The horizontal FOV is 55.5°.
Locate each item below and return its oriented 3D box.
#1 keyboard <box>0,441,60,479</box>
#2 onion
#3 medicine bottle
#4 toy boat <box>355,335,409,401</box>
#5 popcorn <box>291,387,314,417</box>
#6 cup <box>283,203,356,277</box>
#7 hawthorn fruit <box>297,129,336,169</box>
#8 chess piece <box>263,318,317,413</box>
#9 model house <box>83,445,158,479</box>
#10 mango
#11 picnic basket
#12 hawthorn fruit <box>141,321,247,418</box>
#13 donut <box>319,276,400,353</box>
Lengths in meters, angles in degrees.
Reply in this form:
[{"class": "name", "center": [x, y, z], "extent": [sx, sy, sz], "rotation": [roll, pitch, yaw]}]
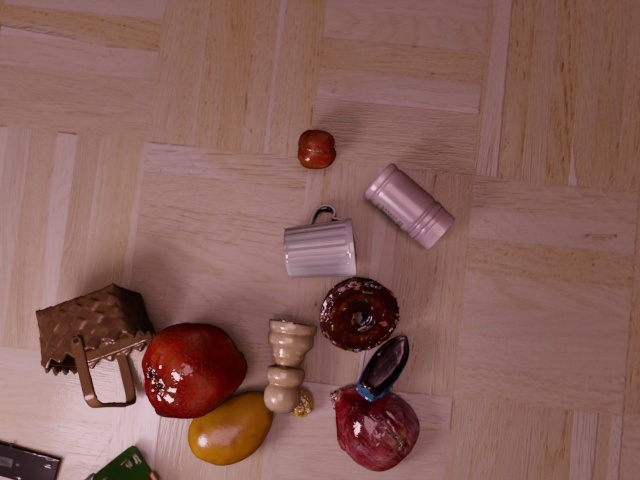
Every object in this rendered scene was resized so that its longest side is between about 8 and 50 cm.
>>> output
[{"class": "keyboard", "center": [-0.926, 0.643, 1.793], "extent": [0.317, 0.027, 0.106], "rotation": [15, 90, 2]}, {"class": "onion", "center": [0.141, 0.528, 1.742], "extent": [0.284, 0.120, 0.227], "rotation": [36, 83, 3]}, {"class": "medicine bottle", "center": [0.259, -0.100, 1.773], "extent": [0.250, 0.133, 0.133], "rotation": [40, 88, 4]}, {"class": "toy boat", "center": [0.189, 0.365, 1.755], "extent": [0.100, 0.097, 0.223], "rotation": [35, 65, 14]}, {"class": "popcorn", "center": [-0.059, 0.474, 1.777], "extent": [0.083, 0.057, 0.082], "rotation": [16, 85, 5]}, {"class": "cup", "center": [0.002, 0.015, 1.777], "extent": [0.202, 0.221, 0.166], "rotation": [-5, 120, 3]}, {"class": "hawthorn fruit", "center": [-0.011, -0.270, 1.799], "extent": [0.128, 0.128, 0.128], "rotation": [0, 86, 1]}, {"class": "chess piece", "center": [-0.100, 0.359, 1.732], "extent": [0.143, 0.143, 0.260], "rotation": [10, 81, 1]}, {"class": "model house", "center": [-0.582, 0.831, 1.713], "extent": [0.313, 0.242, 0.357], "rotation": [-38, 88, 15]}, {"class": "mango", "center": [-0.250, 0.541, 1.735], "extent": [0.255, 0.139, 0.175], "rotation": [-20, 89, -7]}, {"class": "picnic basket", "center": [-0.607, 0.305, 1.696], "extent": [0.291, 0.254, 0.320], "rotation": [-20, 73, 1]}, {"class": "hawthorn fruit", "center": [-0.334, 0.352, 1.693], "extent": [0.307, 0.265, 0.265], "rotation": [-6, 85, -41]}, {"class": "donut", "center": [0.110, 0.208, 1.750], "extent": [0.235, 0.089, 0.235], "rotation": [-1, 109, -4]}]
